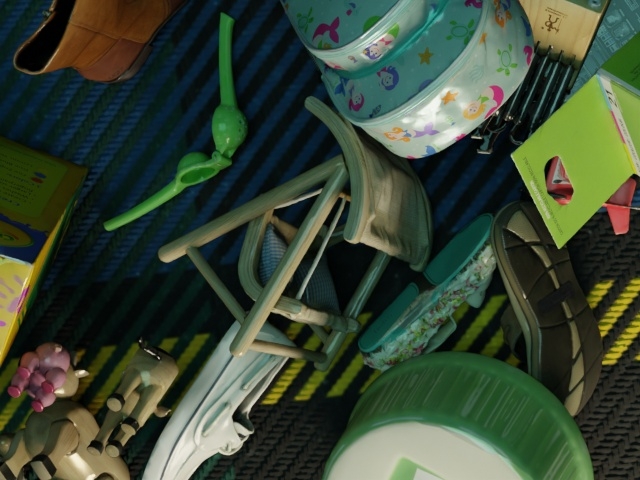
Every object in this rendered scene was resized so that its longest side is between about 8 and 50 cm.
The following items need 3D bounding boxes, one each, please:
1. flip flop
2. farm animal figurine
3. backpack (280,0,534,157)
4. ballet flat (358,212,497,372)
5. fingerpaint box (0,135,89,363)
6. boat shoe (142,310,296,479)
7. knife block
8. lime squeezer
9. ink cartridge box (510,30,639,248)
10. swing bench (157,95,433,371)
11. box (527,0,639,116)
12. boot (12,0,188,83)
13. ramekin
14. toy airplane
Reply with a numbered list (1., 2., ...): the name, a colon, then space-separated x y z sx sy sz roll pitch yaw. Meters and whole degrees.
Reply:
1. flip flop: 0.249 0.085 1.559 0.112 0.080 0.277 -28 106 -29
2. farm animal figurine: -0.302 0.217 1.615 0.330 0.172 0.326 4 124 21
3. backpack: 0.090 -0.222 1.386 0.225 0.191 0.253 -38 52 19
4. ballet flat: 0.145 0.069 1.596 0.077 0.091 0.241 38 105 -23
5. fingerpaint box: -0.520 -0.041 1.501 0.445 0.371 0.163 20 107 -8
6. boat shoe: -0.122 0.218 1.642 0.088 0.096 0.267 33 90 13
7. knife block: 0.258 -0.224 1.501 0.088 0.242 0.275 24 54 8
8. lime squeezer: -0.157 -0.121 1.650 0.110 0.059 0.310 32 99 8
9. ink cartridge box: 0.351 -0.105 1.447 0.255 0.189 0.097 -43 47 -7
10. swing bench: 0.000 0.000 1.508 0.255 0.253 0.165 -44 69 11
11. box: 0.274 -0.264 1.557 0.183 0.059 0.232 -34 86 10
12. boot: -0.238 -0.305 1.543 0.096 0.280 0.264 38 99 7
13. ramekin: 0.145 0.291 1.517 0.304 0.148 0.303 7 109 20
14. toy airplane: 0.307 -0.050 1.575 0.151 0.028 0.151 1 94 11
